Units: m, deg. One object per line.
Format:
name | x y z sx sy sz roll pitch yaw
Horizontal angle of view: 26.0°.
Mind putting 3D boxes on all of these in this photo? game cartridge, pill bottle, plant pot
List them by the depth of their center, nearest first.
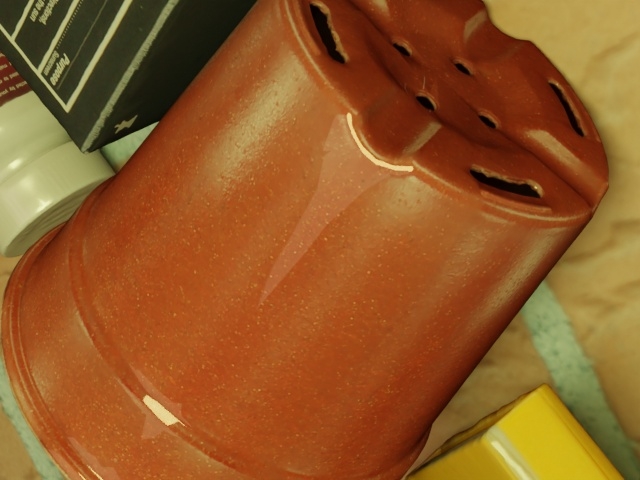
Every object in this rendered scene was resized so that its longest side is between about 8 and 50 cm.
plant pot | 0.000 0.000 0.769 0.272 0.272 0.265 46 125 12
game cartridge | 0.182 0.234 0.771 0.323 0.053 0.285 49 167 7
pill bottle | -0.251 -0.105 1.006 0.221 0.121 0.121 54 134 5

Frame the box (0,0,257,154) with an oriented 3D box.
box | -0.105 -0.262 0.763 0.294 0.183 0.296 51 135 9
